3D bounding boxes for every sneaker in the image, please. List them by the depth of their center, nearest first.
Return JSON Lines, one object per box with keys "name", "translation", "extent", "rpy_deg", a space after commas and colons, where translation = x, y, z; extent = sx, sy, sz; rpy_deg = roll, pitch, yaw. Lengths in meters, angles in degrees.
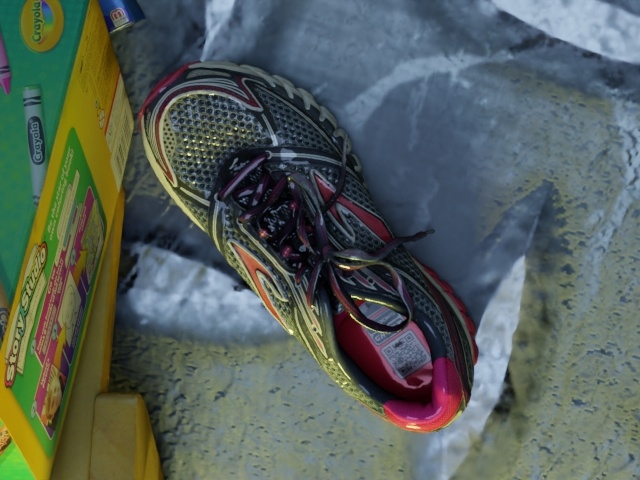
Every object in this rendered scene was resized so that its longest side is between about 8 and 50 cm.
{"name": "sneaker", "translation": [0.000, 0.000, 1.138], "extent": [0.121, 0.112, 0.299], "rpy_deg": [-44, 94, 10]}

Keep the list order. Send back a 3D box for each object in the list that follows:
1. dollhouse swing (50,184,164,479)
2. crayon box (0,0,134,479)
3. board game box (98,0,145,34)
{"name": "dollhouse swing", "translation": [-0.278, 0.133, 1.208], "extent": [0.347, 0.305, 0.315], "rpy_deg": [-1, 142, 4]}
{"name": "crayon box", "translation": [-0.188, -0.003, 1.034], "extent": [0.081, 0.165, 0.278], "rpy_deg": [6, 63, 7]}
{"name": "board game box", "translation": [-0.237, -0.207, 1.148], "extent": [0.160, 0.047, 0.210], "rpy_deg": [-26, 97, 8]}
